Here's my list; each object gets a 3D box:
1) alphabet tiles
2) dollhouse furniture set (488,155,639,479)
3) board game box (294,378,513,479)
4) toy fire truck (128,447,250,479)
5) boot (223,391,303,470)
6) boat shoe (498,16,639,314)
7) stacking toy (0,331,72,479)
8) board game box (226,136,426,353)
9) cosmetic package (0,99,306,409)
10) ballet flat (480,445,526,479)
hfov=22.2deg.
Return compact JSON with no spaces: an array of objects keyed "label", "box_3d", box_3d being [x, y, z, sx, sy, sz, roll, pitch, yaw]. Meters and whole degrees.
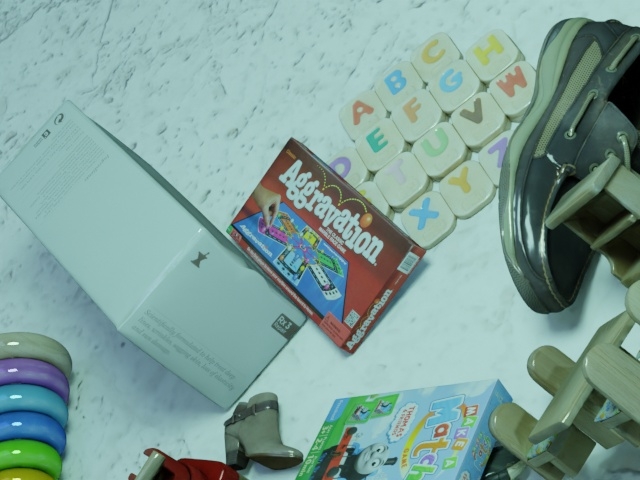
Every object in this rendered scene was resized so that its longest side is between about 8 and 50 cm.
[{"label":"alphabet tiles","box_3d":[0.129,-0.124,1.909,0.284,0.021,0.278,-38,44,11]},{"label":"dollhouse furniture set","box_3d":[0.251,0.072,1.500,0.242,0.161,0.212,-52,2,-26]},{"label":"board game box","box_3d":[0.076,0.218,1.648,0.211,0.039,0.160,-11,35,37]},{"label":"toy fire truck","box_3d":[-0.164,0.309,1.665,0.158,0.246,0.217,-1,60,39]},{"label":"boot","box_3d":[-0.061,0.210,1.806,0.118,0.042,0.087,-9,53,34]},{"label":"boat shoe","box_3d":[0.279,-0.091,1.685,0.130,0.132,0.355,-4,58,35]},{"label":"stacking toy","box_3d":[-0.358,0.281,1.946,0.141,0.141,0.330,-25,55,23]},{"label":"board game box","box_3d":[0.000,0.000,1.901,0.145,0.027,0.281,-54,43,7]},{"label":"cosmetic package","box_3d":[-0.211,0.010,1.945,0.156,0.217,0.385,-47,41,0]},{"label":"ballet flat","box_3d":[0.131,0.256,1.628,0.173,0.049,0.057,-30,18,12]}]
